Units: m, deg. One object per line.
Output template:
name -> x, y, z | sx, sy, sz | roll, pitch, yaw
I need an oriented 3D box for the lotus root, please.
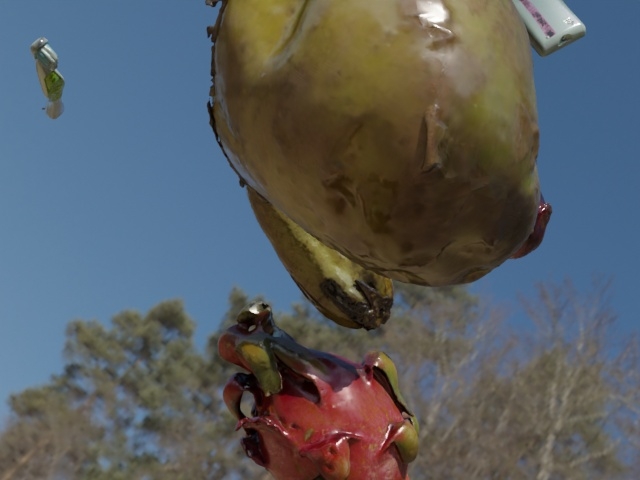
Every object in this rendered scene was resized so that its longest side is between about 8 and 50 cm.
lotus root -> 0.000, 0.000, 1.336 | 0.258, 0.110, 0.097 | 55, -8, -4

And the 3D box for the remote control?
remote control -> 0.234, -0.286, 1.255 | 0.166, 0.065, 0.029 | 58, -9, 27

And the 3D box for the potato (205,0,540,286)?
potato -> 0.070, -0.105, 0.864 | 0.289, 0.301, 0.237 | 46, 4, -36

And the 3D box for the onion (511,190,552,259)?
onion -> 0.258, -0.036, 1.501 | 0.131, 0.131, 0.131 | 27, -37, 22

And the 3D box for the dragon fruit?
dragon fruit -> -0.011, 0.241, 1.425 | 0.307, 0.227, 0.243 | 19, -76, 10

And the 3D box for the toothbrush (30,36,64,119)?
toothbrush -> -0.239, -0.138, 0.950 | 0.026, 0.022, 0.263 | 46, -11, -7
